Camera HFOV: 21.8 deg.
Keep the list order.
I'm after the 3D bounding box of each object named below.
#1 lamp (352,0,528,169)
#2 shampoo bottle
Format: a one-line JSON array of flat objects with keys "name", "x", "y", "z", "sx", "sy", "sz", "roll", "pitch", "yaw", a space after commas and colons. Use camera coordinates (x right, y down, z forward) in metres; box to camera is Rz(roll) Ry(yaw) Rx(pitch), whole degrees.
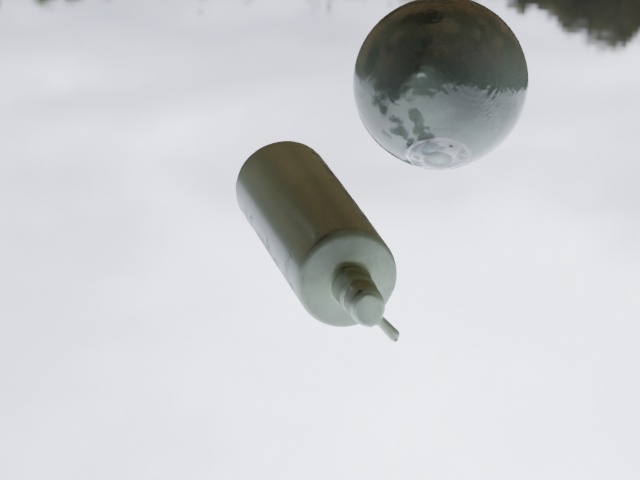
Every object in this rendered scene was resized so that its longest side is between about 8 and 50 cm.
[{"name": "lamp", "x": 0.070, "y": -0.092, "z": 0.981, "sx": 0.105, "sy": 0.105, "sz": 0.105, "roll": 2, "pitch": -163, "yaw": -1}, {"name": "shampoo bottle", "x": 0.000, "y": 0.000, "z": 1.354, "sx": 0.085, "sy": 0.085, "sz": 0.262, "roll": -3, "pitch": -156, "yaw": -16}]
